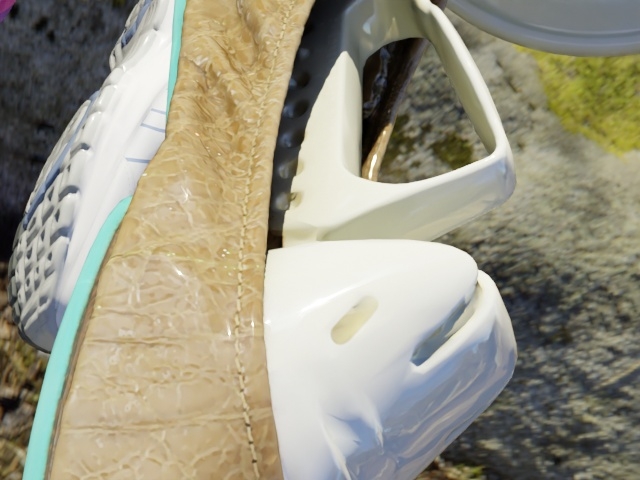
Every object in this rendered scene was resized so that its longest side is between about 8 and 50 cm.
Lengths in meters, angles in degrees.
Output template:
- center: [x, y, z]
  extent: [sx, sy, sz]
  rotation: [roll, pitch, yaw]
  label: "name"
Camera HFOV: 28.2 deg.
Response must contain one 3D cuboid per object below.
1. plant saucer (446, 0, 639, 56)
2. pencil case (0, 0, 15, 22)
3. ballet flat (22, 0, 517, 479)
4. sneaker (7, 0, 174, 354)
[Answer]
- center: [0.228, -0.349, 1.013]
  extent: [0.400, 0.100, 0.400]
  rotation: [-3, 75, 14]
  label: "plant saucer"
- center: [-0.263, -0.157, 0.700]
  extent: [0.104, 0.236, 0.104]
  rotation: [3, 100, 18]
  label: "pencil case"
- center: [0.000, 0.000, 0.406]
  extent: [0.124, 0.116, 0.342]
  rotation: [-7, 43, 16]
  label: "ballet flat"
- center: [-0.077, -0.052, 0.724]
  extent: [0.129, 0.111, 0.297]
  rotation: [33, 53, -14]
  label: "sneaker"
